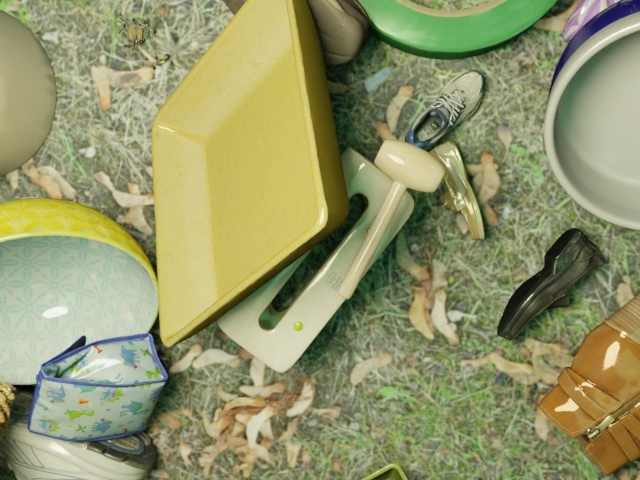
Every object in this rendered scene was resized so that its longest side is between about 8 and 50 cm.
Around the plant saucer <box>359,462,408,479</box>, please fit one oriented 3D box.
[{"bbox_3d":[0.069,0.414,1.082,0.188,0.045,0.188,-31,92,6],"label":"plant saucer"}]

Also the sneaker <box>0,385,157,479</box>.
[{"bbox_3d":[-0.377,0.287,1.083,0.297,0.111,0.129,23,104,4],"label":"sneaker"}]

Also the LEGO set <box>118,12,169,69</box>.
[{"bbox_3d":[-0.237,-0.267,1.063,0.054,0.023,0.083,-20,106,9],"label":"LEGO set"}]

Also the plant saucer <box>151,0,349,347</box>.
[{"bbox_3d":[-0.082,-0.081,0.914,0.333,0.081,0.332,-37,51,44],"label":"plant saucer"}]

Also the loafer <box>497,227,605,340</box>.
[{"bbox_3d":[0.295,0.067,1.025,0.061,0.062,0.170,38,98,-4],"label":"loafer"}]

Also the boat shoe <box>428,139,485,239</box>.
[{"bbox_3d":[0.175,-0.060,1.031,0.045,0.050,0.135,-20,83,10],"label":"boat shoe"}]

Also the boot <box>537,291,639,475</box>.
[{"bbox_3d":[0.438,0.221,0.999,0.283,0.109,0.220,42,96,2],"label":"boot"}]

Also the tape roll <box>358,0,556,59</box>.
[{"bbox_3d":[0.161,-0.390,0.986,0.321,0.077,0.321,0,95,6],"label":"tape roll"}]

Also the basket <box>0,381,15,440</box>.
[{"bbox_3d":[-0.542,0.248,0.903,0.299,0.223,0.213,27,124,-15],"label":"basket"}]

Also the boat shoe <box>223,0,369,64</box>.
[{"bbox_3d":[-0.075,-0.352,0.967,0.355,0.132,0.130,38,61,8],"label":"boat shoe"}]

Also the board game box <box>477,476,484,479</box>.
[{"bbox_3d":[0.224,0.382,1.078,0.090,0.020,0.090,37,97,1],"label":"board game box"}]

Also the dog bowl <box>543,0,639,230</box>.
[{"bbox_3d":[0.394,-0.147,0.915,0.265,0.104,0.265,9,126,13],"label":"dog bowl"}]

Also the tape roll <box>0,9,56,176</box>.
[{"bbox_3d":[-0.485,-0.194,1.015,0.246,0.169,0.246,0,95,4],"label":"tape roll"}]

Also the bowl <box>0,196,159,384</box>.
[{"bbox_3d":[-0.358,0.038,1.015,0.289,0.289,0.156,-27,49,7],"label":"bowl"}]

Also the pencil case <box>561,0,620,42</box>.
[{"bbox_3d":[0.398,-0.239,0.971,0.206,0.086,0.088,27,134,1],"label":"pencil case"}]

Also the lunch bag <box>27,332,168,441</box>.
[{"bbox_3d":[-0.290,0.191,1.020,0.096,0.151,0.129,57,138,34],"label":"lunch bag"}]

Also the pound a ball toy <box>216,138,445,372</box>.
[{"bbox_3d":[0.000,0.000,0.970,0.136,0.208,0.319,37,98,1],"label":"pound a ball toy"}]

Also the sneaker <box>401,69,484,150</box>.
[{"bbox_3d":[0.160,-0.161,1.016,0.052,0.058,0.135,42,97,0],"label":"sneaker"}]
